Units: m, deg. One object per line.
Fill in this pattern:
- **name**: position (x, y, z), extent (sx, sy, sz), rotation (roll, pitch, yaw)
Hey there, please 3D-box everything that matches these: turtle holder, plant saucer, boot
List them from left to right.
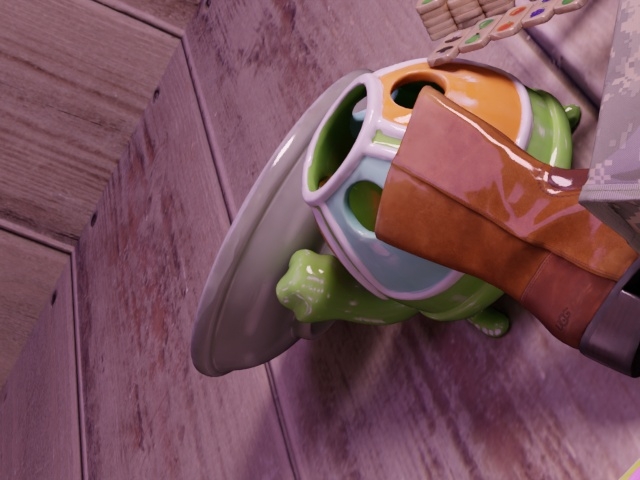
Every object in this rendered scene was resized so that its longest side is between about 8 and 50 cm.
- **plant saucer**: position (0.000, 0.000, 1.640), extent (0.400, 0.101, 0.400), rotation (-56, -14, -21)
- **turtle holder**: position (0.095, -0.048, 1.416), extent (0.320, 0.227, 0.243), rotation (-27, 45, 59)
- **boot**: position (0.200, -0.062, 1.185), extent (0.280, 0.096, 0.264), rotation (32, 114, 32)

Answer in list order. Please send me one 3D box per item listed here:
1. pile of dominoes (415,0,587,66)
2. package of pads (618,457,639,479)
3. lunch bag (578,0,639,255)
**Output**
- **pile of dominoes**: position (0.213, -0.257, 1.358), extent (0.251, 0.040, 0.196), rotation (-21, 22, 19)
- **package of pads**: position (0.253, 0.198, 0.789), extent (0.296, 0.229, 0.101), rotation (-55, 24, 32)
- **lunch bag**: position (0.345, -0.105, 0.939), extent (0.287, 0.169, 0.235), rotation (0, 68, 37)
